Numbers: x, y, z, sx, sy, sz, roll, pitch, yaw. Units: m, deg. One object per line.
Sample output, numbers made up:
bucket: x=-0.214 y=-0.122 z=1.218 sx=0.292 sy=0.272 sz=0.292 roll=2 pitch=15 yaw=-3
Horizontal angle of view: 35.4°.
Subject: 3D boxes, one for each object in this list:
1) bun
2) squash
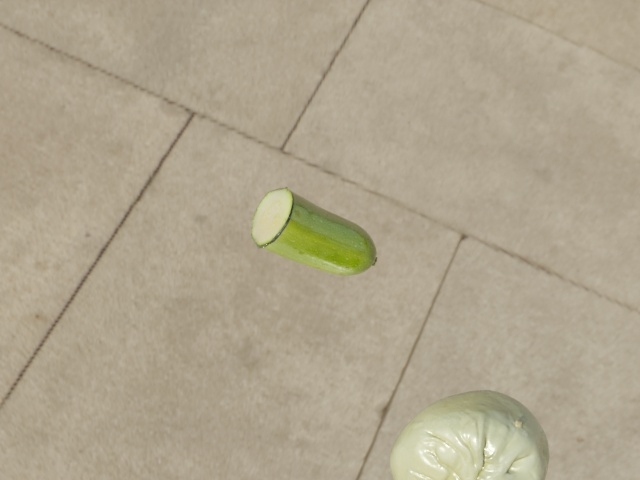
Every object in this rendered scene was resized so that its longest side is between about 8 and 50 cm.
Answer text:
bun: x=0.214 y=0.325 z=1.400 sx=0.230 sy=0.229 sz=0.145 roll=-4 pitch=32 yaw=-11
squash: x=0.000 y=0.000 z=1.418 sx=0.188 sy=0.095 sz=0.095 roll=26 pitch=54 yaw=-34
